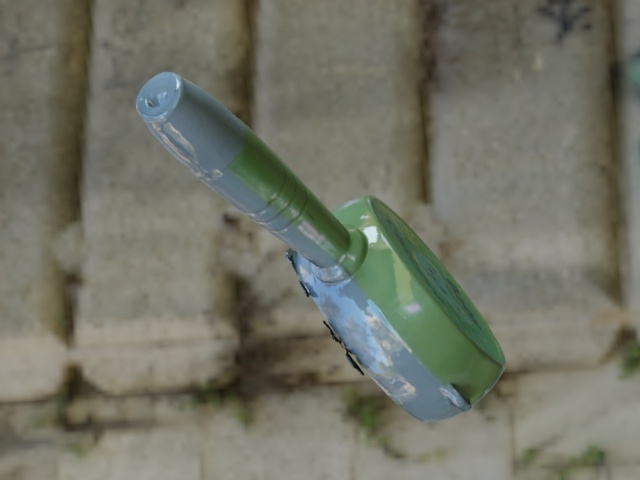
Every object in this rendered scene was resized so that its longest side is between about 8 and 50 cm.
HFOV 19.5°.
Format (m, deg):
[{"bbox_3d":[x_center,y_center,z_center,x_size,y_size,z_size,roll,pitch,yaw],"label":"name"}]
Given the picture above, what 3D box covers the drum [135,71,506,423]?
[{"bbox_3d":[0.010,0.015,0.845,0.130,0.049,0.253,56,-169,28],"label":"drum"}]
